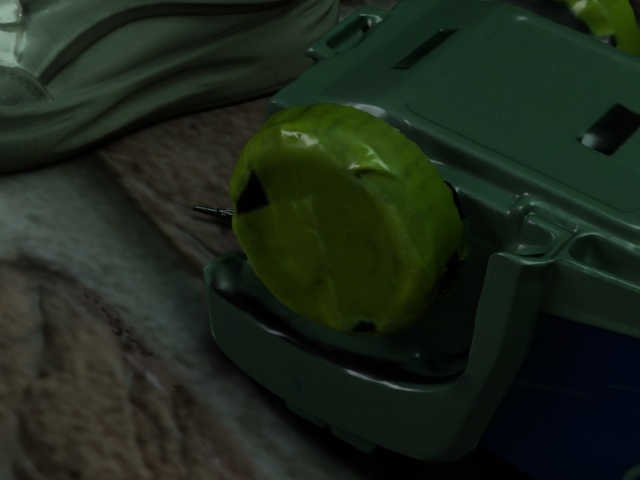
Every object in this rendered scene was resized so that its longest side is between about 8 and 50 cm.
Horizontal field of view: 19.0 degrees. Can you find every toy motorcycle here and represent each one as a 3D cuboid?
[{"bbox_3d":[0.128,0.036,0.776,0.326,0.200,0.191,29,43,21],"label":"toy motorcycle"}]

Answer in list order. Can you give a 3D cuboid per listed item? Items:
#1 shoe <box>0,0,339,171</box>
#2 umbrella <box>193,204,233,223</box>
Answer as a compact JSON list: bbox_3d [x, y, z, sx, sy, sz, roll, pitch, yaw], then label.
[{"bbox_3d":[-0.099,-0.137,0.872,0.316,0.159,0.124,-17,55,-42],"label":"shoe"},{"bbox_3d":[0.001,-0.003,0.884,0.122,0.013,0.022,17,61,-10],"label":"umbrella"}]
